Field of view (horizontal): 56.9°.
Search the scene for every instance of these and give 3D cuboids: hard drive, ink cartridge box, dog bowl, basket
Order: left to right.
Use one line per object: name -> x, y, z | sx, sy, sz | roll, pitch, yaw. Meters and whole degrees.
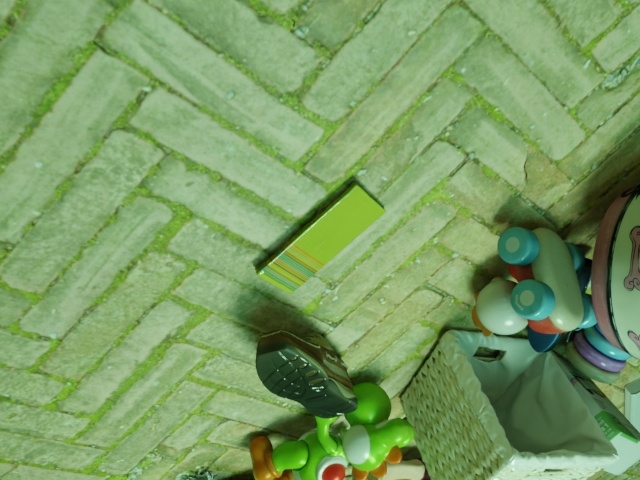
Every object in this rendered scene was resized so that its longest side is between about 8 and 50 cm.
basket -> 0.401, 0.414, 1.341 | 0.328, 0.331, 0.266 | 11, 128, -29
ink cartridge box -> 0.647, 0.419, 1.468 | 0.201, 0.278, 0.117 | 29, 110, -37
hard drive -> 1.059, 0.503, 1.863 | 0.203, 0.040, 0.307 | -27, 133, 1
dog bowl -> 0.687, 0.061, 1.164 | 0.408, 0.150, 0.407 | -3, 95, -38

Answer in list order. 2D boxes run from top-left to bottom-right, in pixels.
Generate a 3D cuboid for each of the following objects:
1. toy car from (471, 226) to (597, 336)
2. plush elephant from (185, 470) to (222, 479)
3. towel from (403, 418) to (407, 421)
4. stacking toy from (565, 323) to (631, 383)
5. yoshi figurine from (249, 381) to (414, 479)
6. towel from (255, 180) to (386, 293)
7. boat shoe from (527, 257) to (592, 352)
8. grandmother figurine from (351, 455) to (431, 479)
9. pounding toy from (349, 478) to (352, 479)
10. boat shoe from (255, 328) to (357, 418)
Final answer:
toy car -> 0.394, 0.105, 1.205 | 0.219, 0.210, 0.238 | 12, 150, -39
plush elephant -> -0.180, 0.704, 1.372 | 0.272, 0.255, 0.330 | -34, 130, 16
towel -> 0.203, 0.503, 1.525 | 0.119, 0.029, 0.067 | -39, 130, 12
stacking toy -> 0.732, 0.180, 1.411 | 0.141, 0.141, 0.330 | 9, 119, -28
yoshi figurine -> 0.029, 0.436, 1.341 | 0.362, 0.203, 0.203 | -23, 93, 16
towel -> 0.000, 0.000, 1.039 | 0.237, 0.021, 0.102 | -41, 136, 12
boat shoe -> 0.553, 0.154, 1.329 | 0.089, 0.109, 0.258 | -5, 131, -23
grandmother figurine -> 0.251, 0.628, 1.590 | 0.342, 0.104, 0.208 | 9, 149, -29
pounding toy -> 0.118, 0.738, 1.599 | 0.155, 0.154, 0.269 | -41, 131, 13
boat shoe -> -0.028, 0.247, 1.164 | 0.123, 0.120, 0.324 | -17, 141, 16
